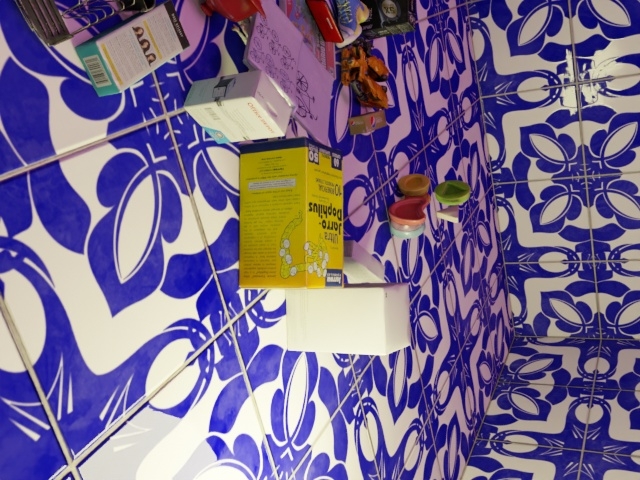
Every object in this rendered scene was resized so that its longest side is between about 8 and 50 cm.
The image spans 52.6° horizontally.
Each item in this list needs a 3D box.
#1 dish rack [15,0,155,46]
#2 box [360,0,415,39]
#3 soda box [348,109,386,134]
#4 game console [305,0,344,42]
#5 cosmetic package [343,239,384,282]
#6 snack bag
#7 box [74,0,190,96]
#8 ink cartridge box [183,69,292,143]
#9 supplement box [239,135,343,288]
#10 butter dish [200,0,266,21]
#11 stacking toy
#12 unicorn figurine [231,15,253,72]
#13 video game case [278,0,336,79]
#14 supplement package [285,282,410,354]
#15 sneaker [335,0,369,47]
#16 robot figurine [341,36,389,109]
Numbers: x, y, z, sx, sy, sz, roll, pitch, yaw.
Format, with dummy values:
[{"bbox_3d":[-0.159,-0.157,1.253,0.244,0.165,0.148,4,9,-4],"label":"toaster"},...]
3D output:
[{"bbox_3d":[-0.426,-0.470,1.134,0.271,0.074,0.208,-55,133,-47],"label":"dish rack"},{"bbox_3d":[0.229,-0.784,2.217,0.077,0.180,0.148,10,80,-61],"label":"box"},{"bbox_3d":[0.161,-0.399,2.185,0.181,0.061,0.058,-33,115,-57],"label":"soda box"},{"bbox_3d":[0.023,-0.663,1.893,0.085,0.124,0.144,-49,133,-17],"label":"game console"},{"bbox_3d":[0.110,0.068,2.021,0.239,0.098,0.061,38,55,-54],"label":"cosmetic package"},{"bbox_3d":[-0.064,-0.433,1.649,0.342,0.037,0.323,45,35,-37],"label":"snack bag"},{"bbox_3d":[-0.358,-0.378,1.260,0.244,0.060,0.101,-56,135,-47],"label":"box"},{"bbox_3d":[-0.181,-0.292,1.436,0.140,0.190,0.082,47,48,-49],"label":"ink cartridge box"},{"bbox_3d":[-0.069,-0.057,1.613,0.194,0.195,0.357,6,83,-60],"label":"supplement box"},{"bbox_3d":[-0.222,-0.559,1.473,0.160,0.118,0.160,43,11,-49],"label":"butter dish"},{"bbox_3d":[0.403,-0.108,2.394,0.309,0.279,0.131,-60,148,-46],"label":"stacking toy"},{"bbox_3d":[-0.176,-0.502,1.596,0.111,0.060,0.162,39,57,-48],"label":"unicorn figurine"},{"bbox_3d":[-0.033,-0.601,1.891,0.285,0.025,0.204,3,84,-60],"label":"video game case"},{"bbox_3d":[0.075,0.206,1.748,0.177,0.292,0.176,0,88,-60],"label":"supplement package"},{"bbox_3d":[0.075,-0.711,2.053,0.126,0.091,0.240,51,38,-27],"label":"sneaker"},{"bbox_3d":[0.150,-0.545,2.155,0.291,0.085,0.211,15,74,-60],"label":"robot figurine"}]
